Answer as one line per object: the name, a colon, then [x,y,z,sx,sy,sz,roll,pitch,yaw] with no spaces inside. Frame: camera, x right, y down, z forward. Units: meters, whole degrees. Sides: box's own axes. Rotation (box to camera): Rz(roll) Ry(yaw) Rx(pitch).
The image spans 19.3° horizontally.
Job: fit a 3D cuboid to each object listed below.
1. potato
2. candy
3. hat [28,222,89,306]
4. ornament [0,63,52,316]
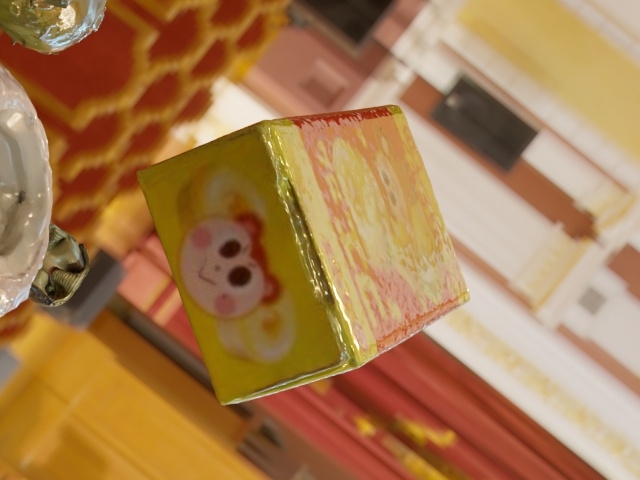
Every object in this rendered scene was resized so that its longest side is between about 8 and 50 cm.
potato: [-0.189,-0.204,1.274,0.225,0.090,0.117,94,2,-69]
candy: [0.000,0.000,1.115,0.088,0.146,0.276,-19,-178,18]
hat: [-0.274,0.025,1.845,0.076,0.077,0.059,-57,-161,-24]
ornament: [-0.331,-0.039,1.408,0.259,0.225,0.259,0,90,-75]
